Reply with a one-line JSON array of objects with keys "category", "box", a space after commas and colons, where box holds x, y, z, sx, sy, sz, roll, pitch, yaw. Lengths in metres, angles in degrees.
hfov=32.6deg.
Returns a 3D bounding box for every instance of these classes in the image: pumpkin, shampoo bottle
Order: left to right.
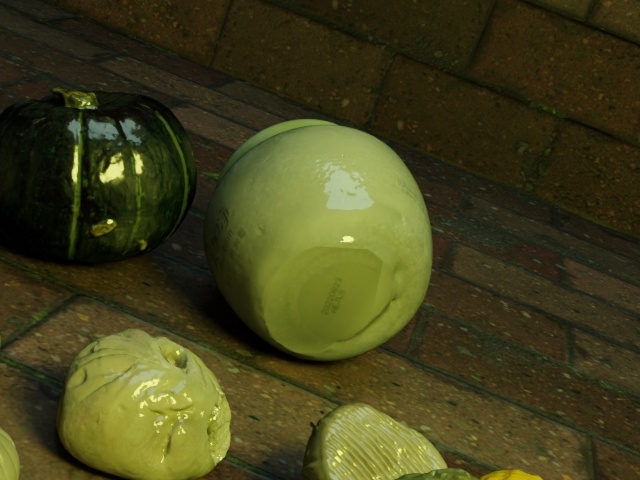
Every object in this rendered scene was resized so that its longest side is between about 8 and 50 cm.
[{"category": "pumpkin", "box": [-0.339, -0.095, 1.592, 0.323, 0.241, 0.323, 4, 18, -1]}, {"category": "shampoo bottle", "box": [0.000, 0.000, 1.562, 0.322, 0.323, 0.317, 11, 28, -27]}]

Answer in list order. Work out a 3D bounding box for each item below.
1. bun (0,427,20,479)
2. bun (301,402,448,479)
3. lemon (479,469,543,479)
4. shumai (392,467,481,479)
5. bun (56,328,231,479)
[{"category": "bun", "box": [-0.340, 0.190, 1.005, 0.138, 0.094, 0.138, 18, 14, -5]}, {"category": "bun", "box": [0.051, 0.266, 1.178, 0.166, 0.113, 0.173, 6, 46, -27]}, {"category": "lemon", "box": [0.212, 0.312, 1.223, 0.114, 0.114, 0.155, 24, 13, 10]}, {"category": "shumai", "box": [0.114, 0.347, 1.005, 0.260, 0.222, 0.225, -4, 36, 26]}, {"category": "bun", "box": [-0.179, 0.173, 1.176, 0.193, 0.128, 0.178, 21, 16, -7]}]
